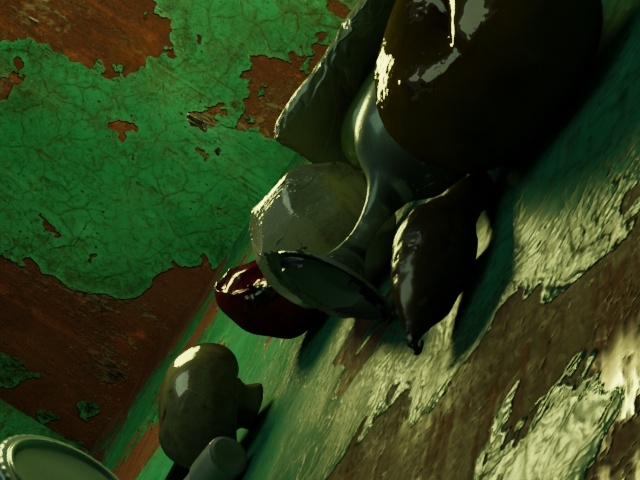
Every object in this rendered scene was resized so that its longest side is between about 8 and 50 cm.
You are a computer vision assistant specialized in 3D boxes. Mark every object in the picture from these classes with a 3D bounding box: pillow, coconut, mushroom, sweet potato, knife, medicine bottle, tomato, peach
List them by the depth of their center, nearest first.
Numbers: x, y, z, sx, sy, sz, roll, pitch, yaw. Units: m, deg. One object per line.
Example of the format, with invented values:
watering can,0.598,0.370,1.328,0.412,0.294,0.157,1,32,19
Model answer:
sweet potato,0.105,-0.004,1.303,0.075,0.075,0.269,-52,5,38
peach,0.148,-0.184,1.370,0.251,0.153,0.251,-31,50,46
coconut,-0.002,-0.002,1.713,0.162,0.161,0.161,-45,12,28
medicine bottle,-0.126,0.274,1.774,0.089,0.052,0.052,-52,8,40
mushroom,-0.140,0.213,1.890,0.166,0.127,0.166,-171,90,-84
tomato,-0.037,0.071,1.937,0.189,0.099,0.173,-10,14,22
pillow,0.070,-0.212,2.028,0.274,0.076,0.281,-58,-30,2
knife,-0.233,0.383,2.200,0.230,0.028,0.060,-61,3,12

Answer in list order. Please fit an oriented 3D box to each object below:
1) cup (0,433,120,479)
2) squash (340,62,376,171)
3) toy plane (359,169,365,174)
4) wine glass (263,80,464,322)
cup,-0.441,0.483,2.179,0.311,0.257,0.331,-57,7,13
squash,0.151,-0.243,1.929,0.370,0.118,0.118,-56,6,-4
toy plane,0.056,-0.063,1.834,0.286,0.108,0.092,-51,-1,2
wine glass,0.074,-0.070,1.554,0.321,0.143,0.143,-59,7,-21
